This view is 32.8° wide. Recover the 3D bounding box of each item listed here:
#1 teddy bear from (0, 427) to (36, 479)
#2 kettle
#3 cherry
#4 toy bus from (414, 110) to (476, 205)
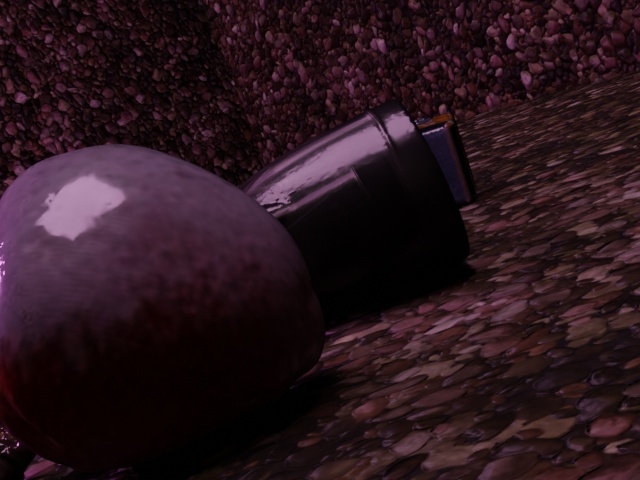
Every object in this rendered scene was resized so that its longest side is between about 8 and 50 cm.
[{"bbox_3d":[-0.336,0.232,1.127,0.119,0.078,0.160,-37,28,9],"label":"teddy bear"},{"bbox_3d":[0.000,0.000,1.420,0.324,0.228,0.321,-25,-18,-2],"label":"kettle"},{"bbox_3d":[-0.180,0.054,1.072,0.335,0.326,0.291,-21,-34,-18],"label":"cherry"},{"bbox_3d":[0.102,-0.103,1.912,0.323,0.162,0.194,-18,11,8],"label":"toy bus"}]
